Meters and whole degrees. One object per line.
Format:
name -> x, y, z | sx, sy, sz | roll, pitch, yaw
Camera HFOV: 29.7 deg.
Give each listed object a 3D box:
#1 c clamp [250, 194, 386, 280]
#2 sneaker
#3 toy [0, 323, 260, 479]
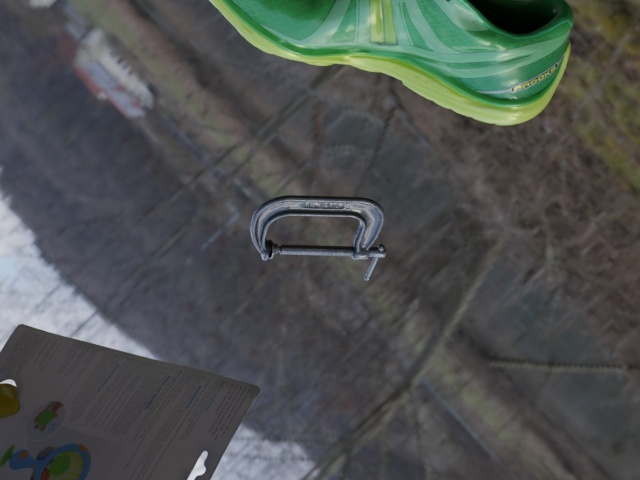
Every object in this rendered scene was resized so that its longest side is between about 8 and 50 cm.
c clamp -> 0.000, 0.000, 1.257 | 0.161, 0.137, 0.022 | 5, -128, -18
sneaker -> 0.050, -0.184, 0.891 | 0.295, 0.123, 0.109 | 15, -140, -13
toy -> -0.161, 0.145, 0.855 | 0.237, 0.137, 0.056 | 12, 147, 31
